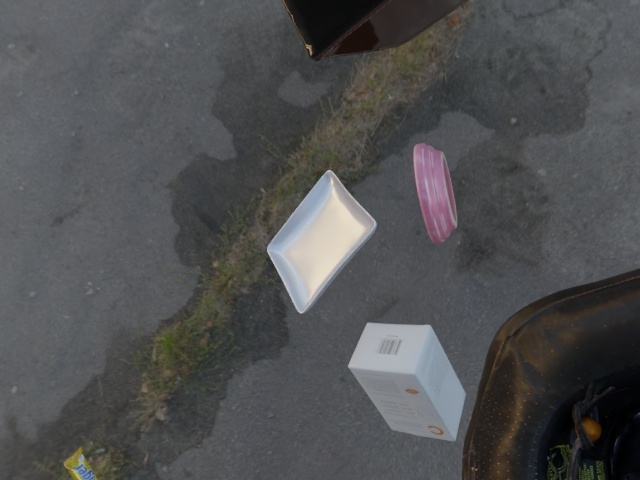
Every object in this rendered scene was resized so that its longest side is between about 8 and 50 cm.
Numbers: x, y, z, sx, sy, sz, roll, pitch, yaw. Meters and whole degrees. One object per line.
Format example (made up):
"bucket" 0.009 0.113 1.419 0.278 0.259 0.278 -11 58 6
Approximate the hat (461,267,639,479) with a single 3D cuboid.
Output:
"hat" 0.255 0.166 0.291 0.331 0.134 0.331 -27 56 49

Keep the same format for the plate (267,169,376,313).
"plate" 0.000 0.000 1.165 0.278 0.045 0.277 -51 40 14

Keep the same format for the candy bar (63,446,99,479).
"candy bar" -0.403 0.445 0.855 0.018 0.040 0.161 -20 104 22

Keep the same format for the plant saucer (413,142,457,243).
"plant saucer" 0.380 -0.157 1.558 0.084 0.332 0.332 -10 71 21

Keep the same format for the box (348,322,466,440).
"box" 0.269 0.421 1.434 0.215 0.345 0.168 -5 40 36

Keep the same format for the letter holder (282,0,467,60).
"letter holder" 0.119 -0.306 0.398 0.302 0.214 0.152 -24 95 41
